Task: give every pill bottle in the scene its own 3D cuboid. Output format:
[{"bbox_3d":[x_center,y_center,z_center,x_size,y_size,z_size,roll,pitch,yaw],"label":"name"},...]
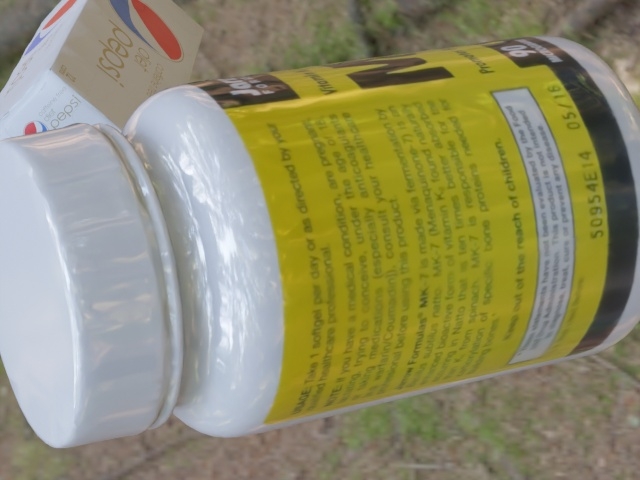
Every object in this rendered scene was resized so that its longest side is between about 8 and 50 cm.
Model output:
[{"bbox_3d":[0.000,0.000,0.565,0.119,0.208,0.119,35,130,56],"label":"pill bottle"}]

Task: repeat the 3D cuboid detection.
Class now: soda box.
[{"bbox_3d":[-0.117,-0.079,0.873,0.069,0.074,0.216,-43,17,18],"label":"soda box"}]
